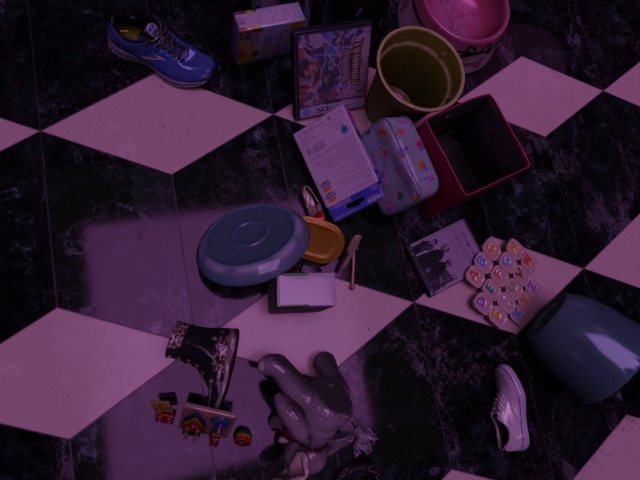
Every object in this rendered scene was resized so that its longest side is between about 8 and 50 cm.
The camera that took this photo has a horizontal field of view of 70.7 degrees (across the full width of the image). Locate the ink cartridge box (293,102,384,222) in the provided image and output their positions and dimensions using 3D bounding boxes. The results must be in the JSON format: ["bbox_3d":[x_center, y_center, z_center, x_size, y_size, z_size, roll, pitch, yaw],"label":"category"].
[{"bbox_3d":[0.061,-0.231,1.374,0.186,0.065,0.311,-27,82,22],"label":"ink cartridge box"}]

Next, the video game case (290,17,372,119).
[{"bbox_3d":[0.032,-0.519,1.383,0.248,0.275,0.035,-16,48,-16],"label":"video game case"}]

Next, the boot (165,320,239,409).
[{"bbox_3d":[-0.324,0.337,1.201,0.178,0.085,0.236,13,79,-4],"label":"boot"}]

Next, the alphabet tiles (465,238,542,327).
[{"bbox_3d":[0.608,0.138,1.477,0.278,0.021,0.284,41,72,-10],"label":"alphabet tiles"}]

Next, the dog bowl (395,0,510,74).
[{"bbox_3d":[0.484,-0.808,1.604,0.408,0.150,0.408,3,78,-12],"label":"dog bowl"}]

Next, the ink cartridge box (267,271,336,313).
[{"bbox_3d":[-0.057,0.148,1.234,0.154,0.212,0.093,0,75,-13],"label":"ink cartridge box"}]

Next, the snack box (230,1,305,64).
[{"bbox_3d":[-0.166,-0.638,1.396,0.207,0.174,0.070,-20,85,-16],"label":"snack box"}]

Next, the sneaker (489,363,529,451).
[{"bbox_3d":[0.563,0.510,1.365,0.091,0.094,0.258,-6,80,-19],"label":"sneaker"}]

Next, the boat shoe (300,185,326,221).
[{"bbox_3d":[-0.021,-0.104,1.385,0.049,0.043,0.137,-26,86,-19],"label":"boat shoe"}]

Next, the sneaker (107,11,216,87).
[{"bbox_3d":[-0.469,-0.563,1.322,0.330,0.147,0.130,19,74,-10],"label":"sneaker"}]

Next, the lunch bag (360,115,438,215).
[{"bbox_3d":[0.220,-0.229,1.380,0.108,0.224,0.279,-21,84,-32],"label":"lunch bag"}]

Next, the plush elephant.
[{"bbox_3d":[-0.033,0.480,1.169,0.330,0.272,0.255,44,110,31],"label":"plush elephant"}]

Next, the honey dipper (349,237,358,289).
[{"bbox_3d":[0.100,0.072,1.386,0.030,0.030,0.160,5,81,-12],"label":"honey dipper"}]

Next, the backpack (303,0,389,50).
[{"bbox_3d":[0.079,-0.703,1.439,0.263,0.276,0.213,-18,60,-25],"label":"backpack"}]

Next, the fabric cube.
[{"bbox_3d":[0.427,-0.256,1.414,0.254,0.258,0.259,-25,85,-16],"label":"fabric cube"}]

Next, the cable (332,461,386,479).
[{"bbox_3d":[0.101,0.695,1.245,0.150,0.047,0.184,33,75,0],"label":"cable"}]

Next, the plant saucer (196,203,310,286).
[{"bbox_3d":[-0.187,-0.007,1.218,0.317,0.043,0.317,-7,42,6],"label":"plant saucer"}]

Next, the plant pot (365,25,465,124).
[{"bbox_3d":[0.264,-0.473,1.423,0.276,0.254,0.276,3,77,-13],"label":"plant pot"}]

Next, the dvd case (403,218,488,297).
[{"bbox_3d":[0.409,0.053,1.461,0.239,0.029,0.179,-24,85,-18],"label":"dvd case"}]

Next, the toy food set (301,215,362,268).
[{"bbox_3d":[0.000,0.000,1.361,0.218,0.071,0.128,19,98,-7],"label":"toy food set"}]

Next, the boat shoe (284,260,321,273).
[{"bbox_3d":[-0.061,0.083,1.336,0.133,0.042,0.049,10,78,-10],"label":"boat shoe"}]

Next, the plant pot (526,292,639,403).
[{"bbox_3d":[0.785,0.303,1.375,0.235,0.293,0.293,39,72,14],"label":"plant pot"}]

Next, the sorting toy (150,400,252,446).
[{"bbox_3d":[-0.301,0.472,1.144,0.274,0.132,0.046,17,41,-9],"label":"sorting toy"}]
